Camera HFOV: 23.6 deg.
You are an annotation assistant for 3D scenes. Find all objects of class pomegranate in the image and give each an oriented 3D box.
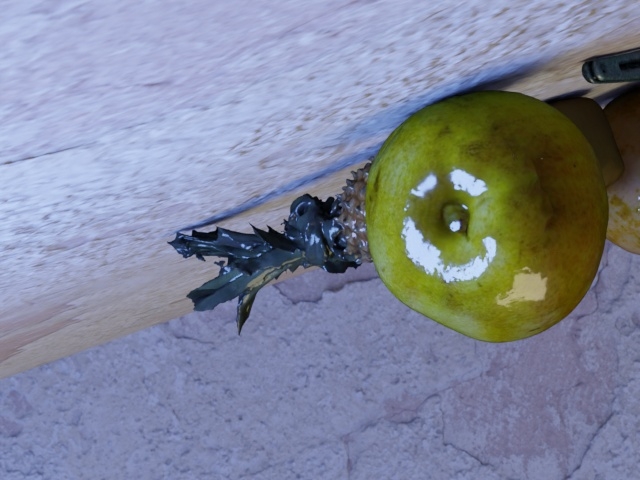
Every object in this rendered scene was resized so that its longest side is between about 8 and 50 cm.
[{"bbox_3d":[0.376,-0.071,1.650,0.207,0.207,0.207,-20,177,-1],"label":"pomegranate"}]

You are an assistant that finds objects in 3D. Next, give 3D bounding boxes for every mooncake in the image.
[{"bbox_3d":[0.171,-0.054,1.506,0.235,0.117,0.235,-20,180,0],"label":"mooncake"}]

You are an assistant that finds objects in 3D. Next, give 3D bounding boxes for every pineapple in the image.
[{"bbox_3d":[0.000,0.000,1.370,0.277,0.119,0.130,-20,-164,31],"label":"pineapple"}]

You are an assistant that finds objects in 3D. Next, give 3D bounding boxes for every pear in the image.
[{"bbox_3d":[0.126,-0.021,1.152,0.200,0.200,0.200,-20,177,-1],"label":"pear"}]

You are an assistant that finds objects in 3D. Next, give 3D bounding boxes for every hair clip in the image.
[{"bbox_3d":[0.302,-0.153,1.292,0.230,0.039,0.070,-17,177,-30],"label":"hair clip"}]
